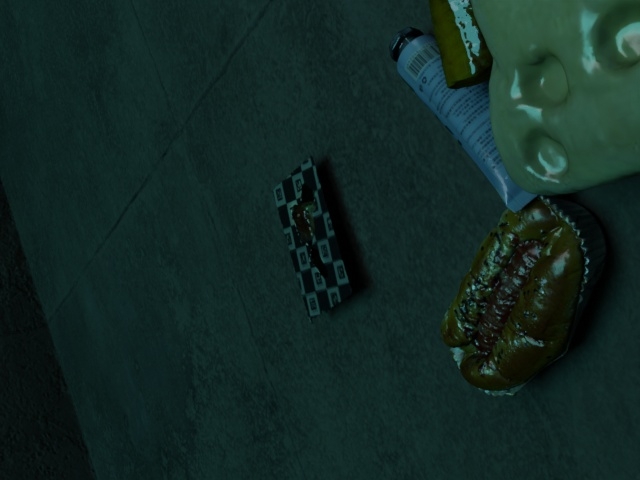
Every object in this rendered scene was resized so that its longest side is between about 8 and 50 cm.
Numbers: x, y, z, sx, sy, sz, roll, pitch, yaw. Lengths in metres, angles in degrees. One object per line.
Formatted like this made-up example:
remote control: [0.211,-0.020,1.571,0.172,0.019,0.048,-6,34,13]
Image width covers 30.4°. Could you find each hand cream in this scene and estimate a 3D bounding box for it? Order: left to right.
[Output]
hand cream: [0.158,-0.135,1.228,0.271,0.091,0.058,51,180,39]

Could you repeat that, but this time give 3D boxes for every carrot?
carrot: [0.142,-0.305,1.145,0.114,0.114,0.302,-4,100,60]

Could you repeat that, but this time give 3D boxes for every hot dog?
hot dog: [0.206,0.062,1.218,0.144,0.075,0.268,60,143,31]

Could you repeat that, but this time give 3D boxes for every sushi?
sushi: [0.000,0.000,1.584,0.139,0.031,0.201,-35,68,59]

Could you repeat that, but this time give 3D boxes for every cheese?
cheese: [0.262,-0.215,0.965,0.328,0.129,0.351,0,102,55]
